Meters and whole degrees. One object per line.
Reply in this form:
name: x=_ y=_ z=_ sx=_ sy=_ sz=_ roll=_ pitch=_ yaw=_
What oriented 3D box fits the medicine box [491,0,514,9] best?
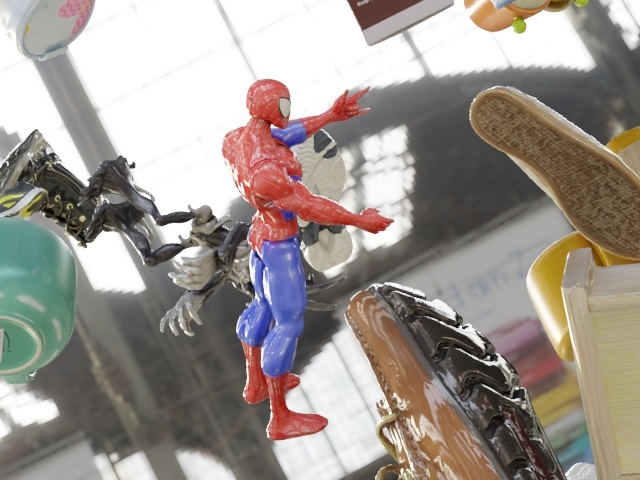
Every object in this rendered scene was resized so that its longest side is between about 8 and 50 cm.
medicine box: x=0.287 y=-0.423 z=1.810 sx=0.263 sy=0.149 sz=0.289 roll=-29 pitch=-11 yaw=-9

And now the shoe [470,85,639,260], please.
shoe: x=0.234 y=-0.068 z=1.504 sx=0.076 sy=0.219 sz=0.058 roll=-50 pitch=-7 yaw=23

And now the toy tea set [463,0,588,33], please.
toy tea set: x=0.222 y=-0.422 z=2.094 sx=0.200 sy=0.336 sz=0.124 roll=-38 pitch=2 yaw=-32

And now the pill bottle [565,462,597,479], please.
pill bottle: x=0.225 y=0.321 z=1.612 sx=0.208 sy=0.117 sz=0.117 roll=-45 pitch=-7 yaw=-29

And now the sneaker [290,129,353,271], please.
sneaker: x=-0.025 y=-0.086 z=2.272 sx=0.094 sy=0.153 sz=0.235 roll=-28 pitch=-47 yaw=-9

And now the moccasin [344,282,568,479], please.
moccasin: x=0.119 y=0.197 z=1.287 sx=0.147 sy=0.380 sz=0.139 roll=-44 pitch=-25 yaw=25

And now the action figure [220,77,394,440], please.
action figure: x=0.000 y=0.000 z=1.196 sx=0.139 sy=0.091 sz=0.280 roll=-18 pitch=-55 yaw=-18

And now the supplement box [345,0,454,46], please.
supplement box: x=0.016 y=-0.265 z=1.182 sx=0.073 sy=0.239 sz=0.130 roll=-26 pitch=7 yaw=10

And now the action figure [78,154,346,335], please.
action figure: x=-0.120 y=0.025 z=1.697 sx=0.141 sy=0.276 sz=0.164 roll=-57 pitch=-12 yaw=-36

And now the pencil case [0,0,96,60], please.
pencil case: x=-0.371 y=-0.314 z=1.796 sx=0.113 sy=0.273 sz=0.124 roll=-18 pitch=-38 yaw=-56

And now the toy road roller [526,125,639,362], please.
toy road roller: x=0.402 y=0.031 z=2.177 sx=0.240 sy=0.202 sz=0.329 roll=-21 pitch=-36 yaw=-2

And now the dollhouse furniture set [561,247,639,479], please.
dollhouse furniture set: x=0.348 y=0.018 z=1.282 sx=0.256 sy=0.362 sz=0.394 roll=-7 pitch=22 yaw=17

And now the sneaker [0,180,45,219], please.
sneaker: x=-0.315 y=-0.030 z=1.642 sx=0.083 sy=0.035 sz=0.031 roll=-40 pitch=-31 yaw=-39

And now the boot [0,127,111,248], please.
boot: x=-0.399 y=-0.052 z=2.409 sx=0.085 sy=0.178 sz=0.236 roll=-39 pitch=18 yaw=24

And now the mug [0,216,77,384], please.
mug: x=-0.274 y=0.066 z=1.454 sx=0.129 sy=0.097 sz=0.158 roll=-30 pitch=-52 yaw=21
